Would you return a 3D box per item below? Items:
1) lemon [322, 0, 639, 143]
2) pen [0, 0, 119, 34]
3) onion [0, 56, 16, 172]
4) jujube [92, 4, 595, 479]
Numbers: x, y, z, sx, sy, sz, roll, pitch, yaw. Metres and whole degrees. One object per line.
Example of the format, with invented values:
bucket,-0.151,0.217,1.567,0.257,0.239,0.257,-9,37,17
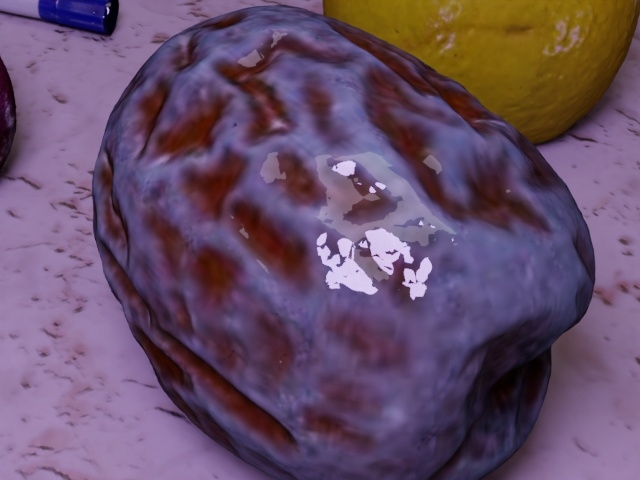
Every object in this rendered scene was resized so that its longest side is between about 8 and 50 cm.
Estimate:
lemon,0.125,-0.206,0.945,0.240,0.219,0.240,6,38,-4
pen,-0.296,-0.210,1.049,0.269,0.033,0.033,12,42,9
onion,-0.322,-0.093,0.847,0.218,0.140,0.195,-32,59,-30
jujube,0.003,-0.008,0.707,0.246,0.215,0.308,-28,49,-33
